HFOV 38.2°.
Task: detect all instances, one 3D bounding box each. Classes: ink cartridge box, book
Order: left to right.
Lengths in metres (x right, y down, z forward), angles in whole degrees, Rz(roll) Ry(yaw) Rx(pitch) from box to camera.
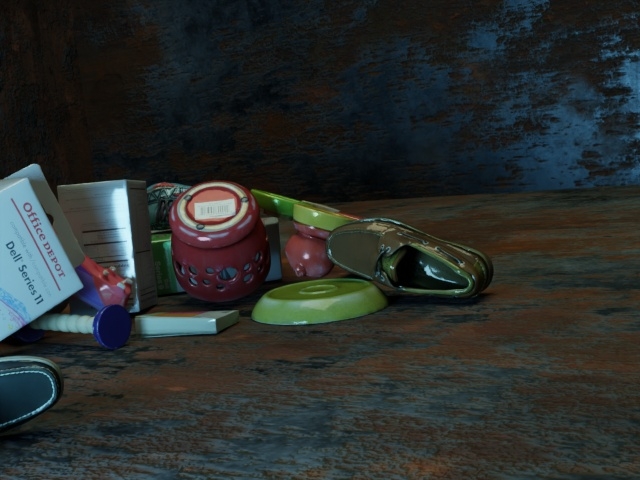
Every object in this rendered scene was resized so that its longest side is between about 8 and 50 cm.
[{"bbox_3d":[-0.517,0.037,1.428,0.119,0.207,0.353,0,30,48],"label":"ink cartridge box"},{"bbox_3d":[-0.219,0.133,1.527,0.144,0.035,0.096,-3,4,19],"label":"book"},{"bbox_3d":[-0.227,0.030,1.981,0.289,0.121,0.211,-7,7,-2],"label":"ink cartridge box"}]

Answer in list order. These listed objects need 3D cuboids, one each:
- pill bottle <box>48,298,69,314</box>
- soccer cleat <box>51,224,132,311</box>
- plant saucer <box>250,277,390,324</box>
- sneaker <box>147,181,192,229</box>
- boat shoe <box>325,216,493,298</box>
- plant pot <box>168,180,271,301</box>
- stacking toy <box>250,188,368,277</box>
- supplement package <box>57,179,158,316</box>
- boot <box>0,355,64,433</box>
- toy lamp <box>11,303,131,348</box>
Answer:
[{"bbox_3d":[-0.611,0.059,1.649,0.188,0.188,0.334,-2,-8,33],"label":"pill bottle"},{"bbox_3d":[-0.448,0.049,1.639,0.248,0.095,0.083,36,10,3],"label":"soccer cleat"},{"bbox_3d":[-0.002,0.099,1.584,0.241,0.037,0.241,-6,7,1],"label":"plant saucer"},{"bbox_3d":[-0.289,-0.073,1.950,0.262,0.104,0.125,-7,9,4],"label":"sneaker"},{"bbox_3d":[0.136,0.028,1.574,0.307,0.111,0.104,9,13,26],"label":"boat shoe"},{"bbox_3d":[-0.193,-0.008,1.752,0.191,0.174,0.191,-1,44,1],"label":"plant pot"},{"bbox_3d":[0.000,0.000,1.848,0.279,0.130,0.309,19,5,43],"label":"stacking toy"},{"bbox_3d":[-0.398,0.013,1.739,0.134,0.244,0.139,-5,1,6],"label":"supplement package"},{"bbox_3d":[-0.390,0.196,0.957,0.236,0.085,0.178,-13,10,-9],"label":"boot"},{"bbox_3d":[-0.430,0.132,1.517,0.274,0.080,0.080,-2,8,35],"label":"toy lamp"}]
